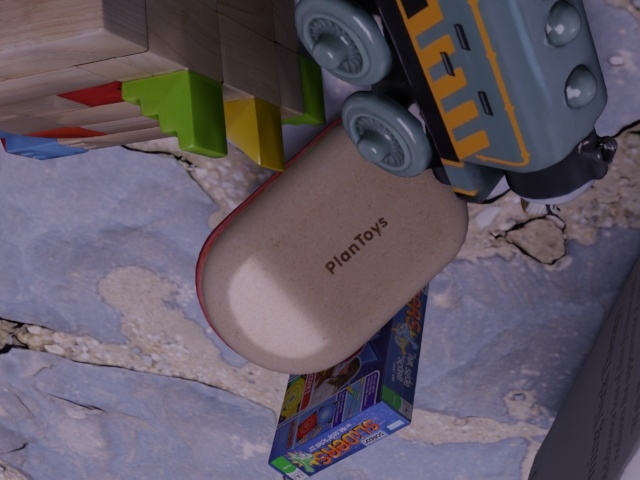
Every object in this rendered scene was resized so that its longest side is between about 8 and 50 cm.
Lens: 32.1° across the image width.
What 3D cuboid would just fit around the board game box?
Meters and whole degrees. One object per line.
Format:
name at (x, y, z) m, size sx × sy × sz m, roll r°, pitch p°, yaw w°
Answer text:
board game box at (0.029, 0.097, 0.957) m, size 0.035 × 0.201 × 0.136 m, roll 39°, pitch 128°, yaw -21°

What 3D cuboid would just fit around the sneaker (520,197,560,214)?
sneaker at (0.193, -0.054, 0.906) m, size 0.037 × 0.032 × 0.083 m, roll 7°, pitch 138°, yaw -11°

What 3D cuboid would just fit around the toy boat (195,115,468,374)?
toy boat at (0.000, 0.000, 0.925) m, size 0.231 × 0.151 × 0.151 m, roll -42°, pitch 105°, yaw -6°

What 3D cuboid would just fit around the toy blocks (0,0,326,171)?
toy blocks at (-0.187, -0.132, 0.758) m, size 0.260 × 0.381 × 0.191 m, roll -7°, pitch 85°, yaw 20°

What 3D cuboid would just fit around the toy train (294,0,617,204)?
toy train at (0.083, -0.155, 0.724) m, size 0.190 × 0.142 × 0.334 m, roll 19°, pitch 147°, yaw 42°

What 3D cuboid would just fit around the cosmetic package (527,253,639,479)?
cosmetic package at (0.351, 0.192, 0.819) m, size 0.327 × 0.329 × 0.394 m, roll 22°, pitch 124°, yaw 7°
